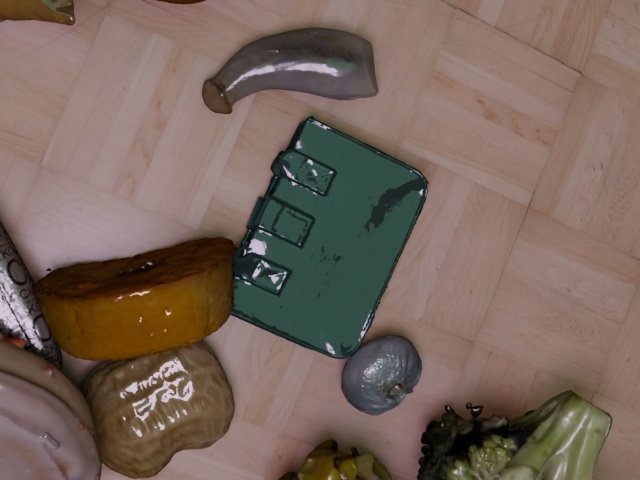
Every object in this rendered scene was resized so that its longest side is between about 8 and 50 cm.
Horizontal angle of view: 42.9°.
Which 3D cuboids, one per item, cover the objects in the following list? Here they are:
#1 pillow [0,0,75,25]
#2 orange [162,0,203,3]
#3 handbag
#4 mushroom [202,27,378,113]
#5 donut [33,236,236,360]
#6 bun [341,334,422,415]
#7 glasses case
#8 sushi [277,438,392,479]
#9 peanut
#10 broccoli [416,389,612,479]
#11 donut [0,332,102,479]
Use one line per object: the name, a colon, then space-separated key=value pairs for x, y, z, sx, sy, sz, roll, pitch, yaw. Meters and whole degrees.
pillow: x=-0.461 y=-0.422 z=1.073 sx=0.313 sy=0.119 sz=0.309 roll=-2 pitch=91 yaw=18
orange: x=-0.202 y=-0.449 z=1.105 sx=0.264 sy=0.264 sz=0.264 roll=-1 pitch=93 yaw=-14
handbag: x=0.001 y=0.000 z=1.258 sx=0.239 sy=0.089 sz=0.326 roll=26 pitch=87 yaw=-13
mushroom: x=-0.047 y=-0.260 z=1.235 sx=0.270 sy=0.103 sz=0.117 roll=-7 pitch=88 yaw=-3
donut: x=-0.243 y=0.078 z=1.115 sx=0.278 sy=0.277 sz=0.108 roll=-12 pitch=104 yaw=-13
bun: x=0.102 y=0.215 z=1.271 sx=0.141 sy=0.083 sz=0.140 roll=-23 pitch=133 yaw=-27
glasses case: x=-0.455 y=0.035 z=1.118 sx=0.085 sy=0.137 sz=0.354 roll=-28 pitch=100 yaw=-18
sushi: x=0.008 y=0.473 z=1.178 sx=0.329 sy=0.328 sz=0.285 roll=-42 pitch=87 yaw=5
peanut: x=-0.248 y=0.241 z=1.195 sx=0.233 sy=0.110 sz=0.196 roll=-30 pitch=99 yaw=-13
broccoli: x=0.311 y=0.348 z=1.201 sx=0.293 sy=0.348 sz=0.280 roll=32 pitch=91 yaw=-39
donut: x=-0.471 y=0.259 z=1.053 sx=0.383 sy=0.142 sz=0.382 roll=-2 pitch=129 yaw=-3
